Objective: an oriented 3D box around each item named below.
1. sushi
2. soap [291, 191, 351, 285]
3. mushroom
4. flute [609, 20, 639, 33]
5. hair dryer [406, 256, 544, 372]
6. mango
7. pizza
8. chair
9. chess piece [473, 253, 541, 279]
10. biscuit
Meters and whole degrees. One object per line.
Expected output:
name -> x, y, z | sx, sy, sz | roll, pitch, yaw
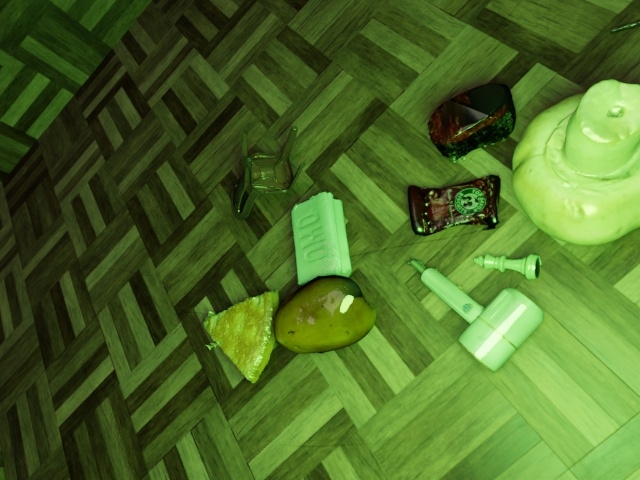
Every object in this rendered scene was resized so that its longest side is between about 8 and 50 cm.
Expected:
sushi -> 0.402, -0.314, 1.209 | 0.225, 0.126, 0.137 | -28, 61, 26
soap -> 0.000, 0.000, 1.342 | 0.150, 0.094, 0.262 | -18, 64, 24
mushroom -> 0.584, -0.152, 0.945 | 0.352, 0.353, 0.326 | 5, 105, 32
flute -> 0.847, -0.543, 1.092 | 0.269, 0.014, 0.014 | -9, 68, 28
hair dryer -> 0.334, 0.129, 1.101 | 0.173, 0.107, 0.357 | -48, 49, 3
mango -> -0.001, 0.202, 1.227 | 0.287, 0.152, 0.202 | -29, 65, 19
pizza -> -0.247, 0.262, 1.408 | 0.287, 0.075, 0.280 | 9, 72, 35
chair -> -0.187, -0.209, 1.523 | 0.326, 0.183, 0.176 | 120, 143, -57
chess piece -> 0.437, 0.055, 1.085 | 0.149, 0.059, 0.059 | 7, 75, 36
biscuit -> 0.347, -0.089, 1.186 | 0.235, 0.063, 0.152 | -8, 68, 25
